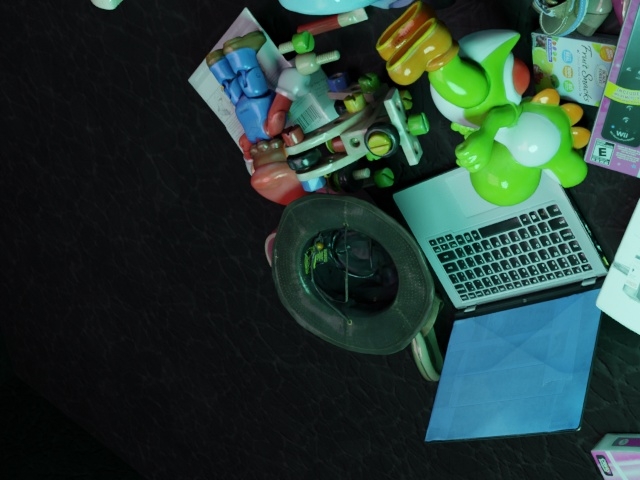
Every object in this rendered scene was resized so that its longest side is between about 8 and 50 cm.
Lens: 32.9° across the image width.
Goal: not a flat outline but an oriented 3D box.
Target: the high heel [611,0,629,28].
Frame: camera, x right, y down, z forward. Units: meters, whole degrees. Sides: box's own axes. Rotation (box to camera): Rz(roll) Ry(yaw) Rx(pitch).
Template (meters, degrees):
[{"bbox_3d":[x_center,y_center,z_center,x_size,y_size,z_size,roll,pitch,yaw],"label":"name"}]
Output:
[{"bbox_3d":[0.394,-0.363,1.435,0.244,0.082,0.117,60,177,-30],"label":"high heel"}]

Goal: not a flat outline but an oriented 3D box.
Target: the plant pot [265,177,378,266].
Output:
[{"bbox_3d":[0.000,0.000,2.102,0.201,0.180,0.201,30,138,31],"label":"plant pot"}]

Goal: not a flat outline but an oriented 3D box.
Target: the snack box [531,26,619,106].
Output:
[{"bbox_3d":[0.374,-0.251,1.563,0.141,0.037,0.100,20,134,41],"label":"snack box"}]

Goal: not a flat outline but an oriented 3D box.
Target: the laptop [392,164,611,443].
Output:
[{"bbox_3d":[0.264,0.096,1.814,0.382,0.236,0.407,-20,102,54],"label":"laptop"}]

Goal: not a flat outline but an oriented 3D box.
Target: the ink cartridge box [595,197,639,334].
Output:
[{"bbox_3d":[0.491,0.007,1.532,0.092,0.159,0.217,37,142,24],"label":"ink cartridge box"}]

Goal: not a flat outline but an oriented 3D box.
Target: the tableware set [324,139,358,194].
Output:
[{"bbox_3d":[0.035,-0.153,1.961,0.024,0.154,0.104,-8,122,34],"label":"tableware set"}]

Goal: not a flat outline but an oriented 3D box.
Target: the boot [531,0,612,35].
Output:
[{"bbox_3d":[0.356,-0.343,1.513,0.118,0.042,0.087,34,134,26],"label":"boot"}]

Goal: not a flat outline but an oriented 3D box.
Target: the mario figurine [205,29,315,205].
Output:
[{"bbox_3d":[-0.083,-0.219,1.993,0.198,0.170,0.320,-150,38,-86],"label":"mario figurine"}]

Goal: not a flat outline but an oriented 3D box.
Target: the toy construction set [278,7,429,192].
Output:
[{"bbox_3d":[0.079,-0.239,1.819,0.237,0.257,0.308,-11,94,35],"label":"toy construction set"}]

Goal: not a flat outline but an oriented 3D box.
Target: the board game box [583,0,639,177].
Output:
[{"bbox_3d":[0.479,-0.209,1.366,0.224,0.097,0.303,18,135,14],"label":"board game box"}]

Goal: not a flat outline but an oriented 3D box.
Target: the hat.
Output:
[{"bbox_3d":[0.077,0.045,1.931,0.331,0.134,0.331,14,116,31],"label":"hat"}]

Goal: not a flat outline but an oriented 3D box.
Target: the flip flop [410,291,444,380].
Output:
[{"bbox_3d":[0.201,0.143,2.061,0.080,0.112,0.277,-11,110,26],"label":"flip flop"}]

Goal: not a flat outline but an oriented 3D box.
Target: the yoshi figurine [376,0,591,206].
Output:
[{"bbox_3d":[0.228,-0.170,1.592,0.362,0.203,0.203,36,158,-21],"label":"yoshi figurine"}]

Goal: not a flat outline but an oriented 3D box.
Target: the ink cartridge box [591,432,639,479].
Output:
[{"bbox_3d":[0.636,0.407,1.784,0.371,0.069,0.175,-13,108,51],"label":"ink cartridge box"}]

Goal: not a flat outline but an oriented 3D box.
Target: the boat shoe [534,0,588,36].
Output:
[{"bbox_3d":[0.319,-0.334,1.441,0.066,0.066,0.183,59,160,23],"label":"boat shoe"}]

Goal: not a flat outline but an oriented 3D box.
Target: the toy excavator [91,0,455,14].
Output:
[{"bbox_3d":[-0.065,-0.431,1.580,0.433,0.445,0.222,25,135,36],"label":"toy excavator"}]

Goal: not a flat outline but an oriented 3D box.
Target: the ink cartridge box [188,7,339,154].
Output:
[{"bbox_3d":[-0.105,-0.283,2.090,0.261,0.066,0.296,54,145,0],"label":"ink cartridge box"}]
